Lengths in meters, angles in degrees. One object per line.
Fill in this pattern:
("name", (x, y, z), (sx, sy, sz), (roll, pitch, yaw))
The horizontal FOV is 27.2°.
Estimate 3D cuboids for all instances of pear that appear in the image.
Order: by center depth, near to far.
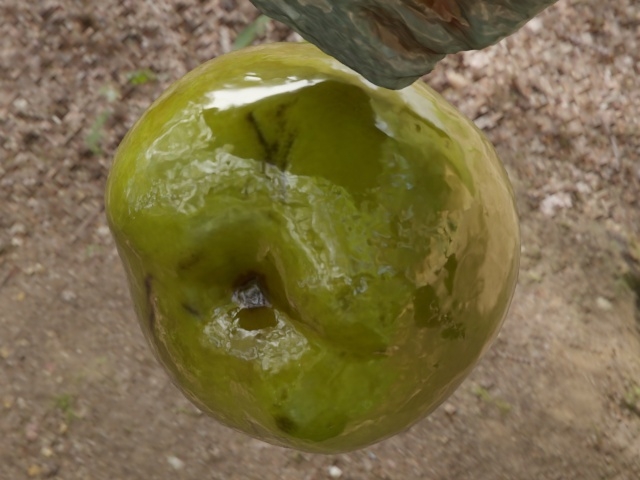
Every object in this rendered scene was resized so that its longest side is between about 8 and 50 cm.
("pear", (0.000, 0.000, 0.618), (0.200, 0.200, 0.200), (-12, 59, 20))

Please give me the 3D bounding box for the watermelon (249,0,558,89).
("watermelon", (0.007, -0.169, 0.455), (0.387, 0.258, 0.228), (27, 67, 37))
